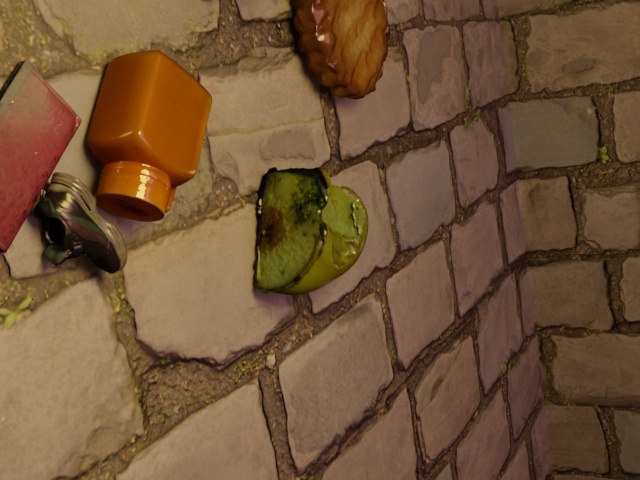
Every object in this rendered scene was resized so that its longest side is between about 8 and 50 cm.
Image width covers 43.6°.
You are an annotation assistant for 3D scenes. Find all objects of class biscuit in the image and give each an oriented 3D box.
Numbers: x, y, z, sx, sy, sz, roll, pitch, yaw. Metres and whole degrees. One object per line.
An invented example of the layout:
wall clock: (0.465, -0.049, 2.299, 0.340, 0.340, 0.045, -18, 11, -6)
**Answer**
biscuit: (0.041, -0.464, 1.707, 0.325, 0.107, 0.326, 0, 90, -56)

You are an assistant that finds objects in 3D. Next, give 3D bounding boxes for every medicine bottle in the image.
medicine bottle: (-0.256, -0.149, 1.182, 0.149, 0.112, 0.222, 37, 57, -52)

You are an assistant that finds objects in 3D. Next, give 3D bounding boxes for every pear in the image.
pear: (0.000, 0.000, 1.553, 0.255, 0.164, 0.238, 23, 66, -57)

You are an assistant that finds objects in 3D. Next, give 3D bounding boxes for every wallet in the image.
wallet: (-0.396, -0.109, 1.034, 0.119, 0.025, 0.232, 52, 46, -43)

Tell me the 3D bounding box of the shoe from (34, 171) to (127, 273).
shoe: (-0.336, -0.004, 1.088, 0.099, 0.071, 0.169, -54, 134, -36)
